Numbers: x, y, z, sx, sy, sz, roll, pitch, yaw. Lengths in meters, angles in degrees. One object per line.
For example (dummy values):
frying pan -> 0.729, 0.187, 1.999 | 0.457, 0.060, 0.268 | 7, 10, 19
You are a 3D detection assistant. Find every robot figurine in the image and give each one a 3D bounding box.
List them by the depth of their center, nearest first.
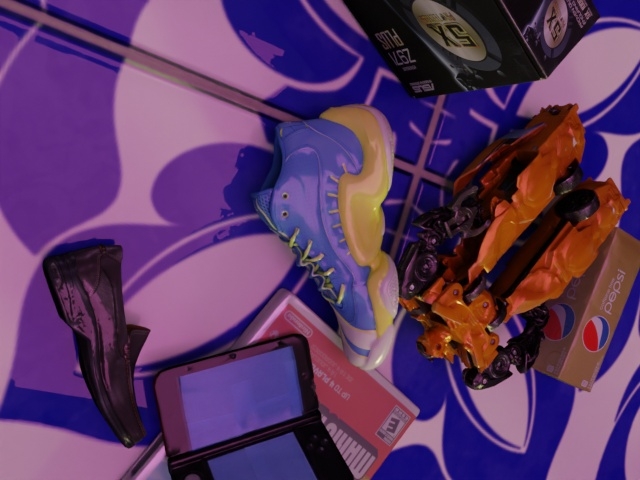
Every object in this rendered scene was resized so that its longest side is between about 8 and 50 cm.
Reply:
robot figurine -> 0.191, 0.008, 0.666 | 0.291, 0.085, 0.211 | -45, 113, -14

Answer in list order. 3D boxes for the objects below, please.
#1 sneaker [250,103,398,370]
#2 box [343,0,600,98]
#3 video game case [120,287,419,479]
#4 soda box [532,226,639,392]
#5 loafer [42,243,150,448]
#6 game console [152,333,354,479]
sneaker -> 0.000, 0.000, 0.583 | 0.126, 0.091, 0.240 | -2, 93, -11
box -> 0.110, -0.206, 0.543 | 0.077, 0.180, 0.147 | -48, 115, -14
video game case -> -0.055, 0.216, 0.609 | 0.204, 0.025, 0.285 | 44, 78, -23
soda box -> 0.301, 0.073, 0.740 | 0.058, 0.061, 0.181 | 24, 86, -26
loafer -> -0.165, 0.085, 0.521 | 0.061, 0.062, 0.170 | -21, 107, -26
game console -> -0.055, 0.162, 0.545 | 0.143, 0.124, 0.085 | -12, 128, -22
